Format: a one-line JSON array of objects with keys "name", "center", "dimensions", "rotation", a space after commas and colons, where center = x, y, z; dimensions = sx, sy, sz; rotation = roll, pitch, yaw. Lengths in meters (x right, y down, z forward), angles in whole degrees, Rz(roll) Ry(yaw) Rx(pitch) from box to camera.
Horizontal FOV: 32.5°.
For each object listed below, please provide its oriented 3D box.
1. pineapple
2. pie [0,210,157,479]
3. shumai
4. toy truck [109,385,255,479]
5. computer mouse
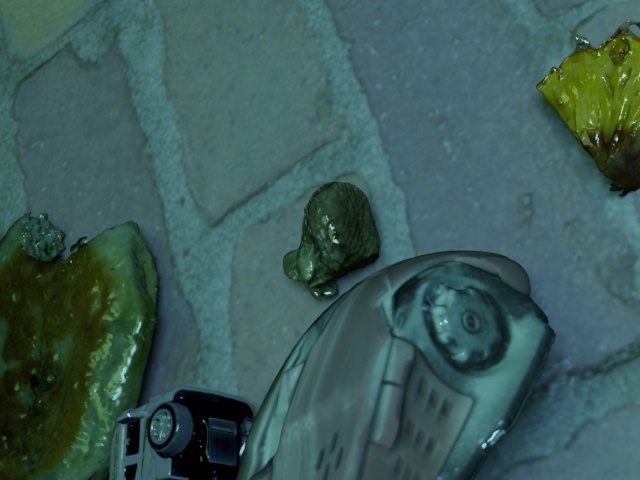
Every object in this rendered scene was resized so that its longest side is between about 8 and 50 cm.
[{"name": "pineapple", "center": [0.215, -0.090, 0.773], "dimensions": [0.137, 0.069, 0.116], "rotation": [5, 81, 45]}, {"name": "pie", "center": [-0.258, 0.112, 1.008], "dimensions": [0.302, 0.067, 0.303], "rotation": [-13, 65, 31]}, {"name": "shumai", "center": [0.000, 0.000, 0.874], "dimensions": [0.080, 0.082, 0.083], "rotation": [-22, 40, 27]}, {"name": "toy truck", "center": [-0.108, 0.245, 0.830], "dimensions": [0.124, 0.114, 0.253], "rotation": [-22, 60, 39]}, {"name": "computer mouse", "center": [0.011, 0.126, 0.683], "dimensions": [0.389, 0.115, 0.199], "rotation": [-52, 6, -38]}]
